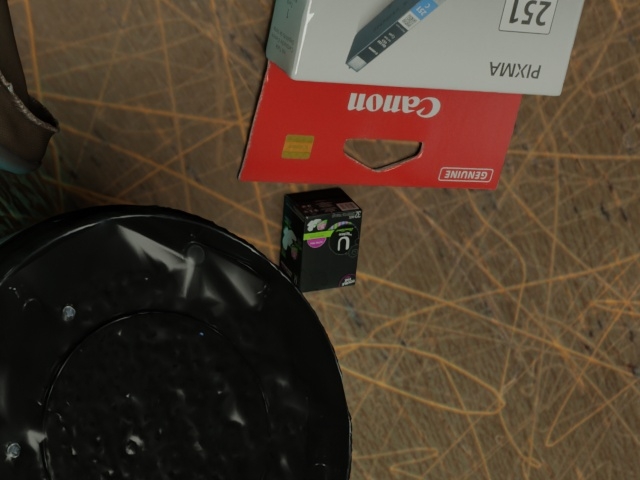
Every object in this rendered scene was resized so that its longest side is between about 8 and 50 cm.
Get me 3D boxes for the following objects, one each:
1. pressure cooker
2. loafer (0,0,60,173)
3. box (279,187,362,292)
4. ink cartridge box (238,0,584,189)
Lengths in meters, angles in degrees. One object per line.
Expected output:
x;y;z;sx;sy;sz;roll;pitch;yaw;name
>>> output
-0.213;0.168;1.501;0.370;0.420;0.375;17;74;-28;pressure cooker
-0.295;-0.204;1.413;0.130;0.134;0.366;-36;127;-6;loafer
0.000;0.000;1.735;0.062;0.052;0.083;-7;120;-23;box
0.090;-0.158;1.690;0.296;0.066;0.261;1;115;-28;ink cartridge box
